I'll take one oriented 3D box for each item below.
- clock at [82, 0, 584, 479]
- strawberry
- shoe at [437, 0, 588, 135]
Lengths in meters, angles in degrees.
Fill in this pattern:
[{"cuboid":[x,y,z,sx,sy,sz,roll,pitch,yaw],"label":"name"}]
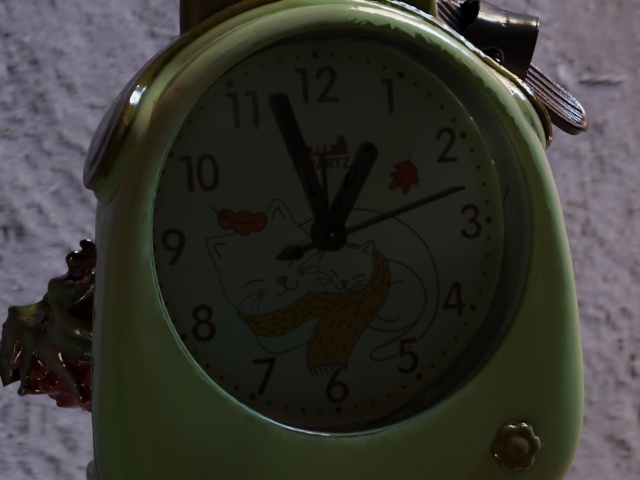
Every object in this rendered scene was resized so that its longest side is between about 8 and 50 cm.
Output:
[{"cuboid":[0.000,0.000,1.004,0.286,0.117,0.348,-4,92,-19],"label":"clock"},{"cuboid":[-0.100,0.061,1.125,0.208,0.167,0.087,-2,67,-42],"label":"strawberry"},{"cuboid":[0.147,-0.138,1.257,0.159,0.053,0.062,37,34,-20],"label":"shoe"}]
